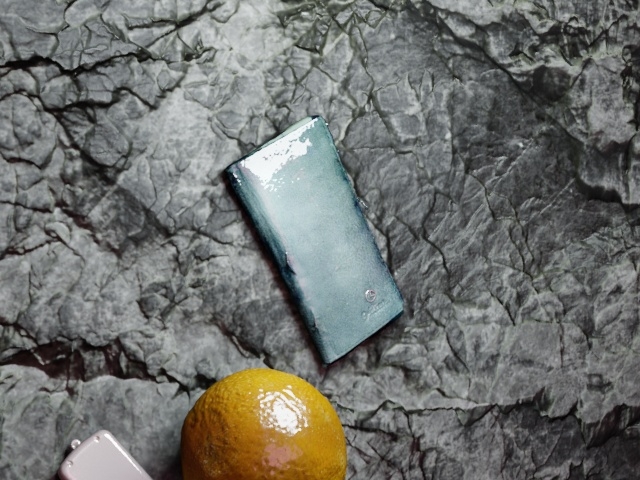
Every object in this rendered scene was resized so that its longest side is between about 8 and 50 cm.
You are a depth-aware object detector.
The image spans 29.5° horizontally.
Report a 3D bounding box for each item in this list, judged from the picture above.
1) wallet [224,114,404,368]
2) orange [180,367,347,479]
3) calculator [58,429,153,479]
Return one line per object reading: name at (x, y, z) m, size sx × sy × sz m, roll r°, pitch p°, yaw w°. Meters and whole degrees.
wallet at (0.000, 0.000, 1.976) m, size 0.191 × 0.046 × 0.379 m, roll -33°, pitch 107°, yaw -23°
orange at (-0.082, 0.321, 1.827) m, size 0.264 × 0.264 × 0.264 m, roll -1°, pitch 92°, yaw -30°
calculator at (-0.308, 0.360, 1.794) m, size 0.100 × 0.032 × 0.175 m, roll -42°, pitch 92°, yaw -26°
